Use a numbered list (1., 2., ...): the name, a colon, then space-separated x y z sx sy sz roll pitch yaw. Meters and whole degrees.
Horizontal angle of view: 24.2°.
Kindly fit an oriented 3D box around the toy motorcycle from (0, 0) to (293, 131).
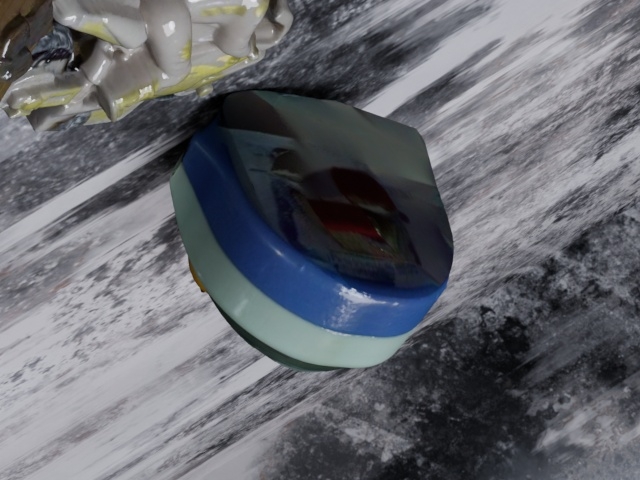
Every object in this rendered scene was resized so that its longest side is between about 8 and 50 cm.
1. toy motorcycle: -0.118 -0.160 1.098 0.223 0.107 0.341 -32 173 28

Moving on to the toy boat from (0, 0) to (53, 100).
1. toy boat: -0.223 -0.109 0.814 0.089 0.121 0.321 85 30 -72

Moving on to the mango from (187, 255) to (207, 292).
1. mango: -0.044 -0.020 1.644 0.227 0.109 0.147 -33 157 -10

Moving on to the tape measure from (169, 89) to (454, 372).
1. tape measure: -0.001 -0.001 1.459 0.259 0.262 0.138 7 139 -36
